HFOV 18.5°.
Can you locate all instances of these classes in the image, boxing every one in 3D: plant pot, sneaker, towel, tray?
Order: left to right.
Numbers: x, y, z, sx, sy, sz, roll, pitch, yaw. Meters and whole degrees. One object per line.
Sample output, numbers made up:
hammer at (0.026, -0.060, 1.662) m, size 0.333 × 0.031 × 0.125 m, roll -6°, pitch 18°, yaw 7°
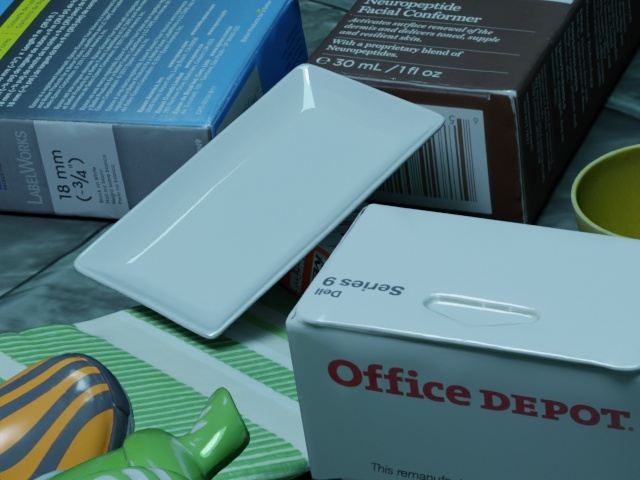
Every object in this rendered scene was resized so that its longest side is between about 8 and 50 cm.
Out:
sneaker at (-0.252, 0.176, 1.108) m, size 0.321 × 0.180 × 0.124 m, roll -48°, pitch 56°, yaw -1°
towel at (-0.070, 0.102, 1.328) m, size 0.248 × 0.038 × 0.325 m, roll 24°, pitch 24°, yaw 38°
tray at (-0.041, -0.028, 1.453) m, size 0.145 × 0.030 × 0.270 m, roll 25°, pitch 53°, yaw 32°
plant pot at (0.253, 0.003, 1.442) m, size 0.134 × 0.095 × 0.134 m, roll -5°, pitch 33°, yaw 3°

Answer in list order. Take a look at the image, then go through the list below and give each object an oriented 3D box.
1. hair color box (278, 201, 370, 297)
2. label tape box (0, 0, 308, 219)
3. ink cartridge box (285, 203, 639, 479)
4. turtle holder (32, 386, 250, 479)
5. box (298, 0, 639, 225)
hair color box at (0.000, 0.000, 1.511) m, size 0.093 × 0.053 × 0.167 m, roll -6°, pitch 23°, yaw -33°
label tape box at (-0.204, -0.129, 1.727) m, size 0.334 × 0.105 × 0.240 m, roll 4°, pitch 36°, yaw 18°
ink cartridge box at (0.114, 0.137, 1.096) m, size 0.211 × 0.289 × 0.121 m, roll 8°, pitch 37°, yaw 22°
turtle holder at (-0.098, 0.230, 1.003) m, size 0.227 × 0.243 × 0.320 m, roll -25°, pitch -5°, yaw -4°
box at (0.147, -0.171, 1.690) m, size 0.191 × 0.143 × 0.381 m, roll 7°, pitch 35°, yaw 23°
